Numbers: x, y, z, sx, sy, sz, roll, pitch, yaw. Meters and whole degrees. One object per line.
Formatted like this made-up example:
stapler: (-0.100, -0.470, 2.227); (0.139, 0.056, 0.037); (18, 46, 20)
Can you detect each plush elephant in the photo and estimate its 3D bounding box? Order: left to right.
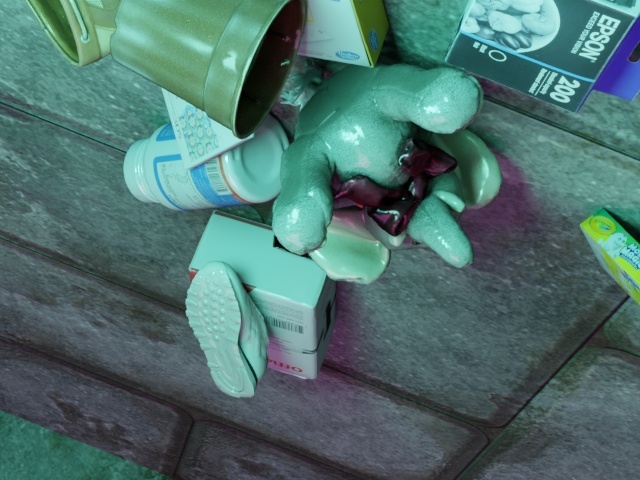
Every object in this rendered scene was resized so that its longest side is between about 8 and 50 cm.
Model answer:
plush elephant: (0.087, -0.066, 1.929); (0.255, 0.272, 0.330); (46, -177, -26)

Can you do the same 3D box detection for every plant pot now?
plant pot: (-0.124, -0.216, 1.781); (0.165, 0.167, 0.167); (25, 156, 12)

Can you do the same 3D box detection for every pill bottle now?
pill bottle: (-0.156, -0.103, 2.209); (0.221, 0.124, 0.124); (-3, 145, 43)

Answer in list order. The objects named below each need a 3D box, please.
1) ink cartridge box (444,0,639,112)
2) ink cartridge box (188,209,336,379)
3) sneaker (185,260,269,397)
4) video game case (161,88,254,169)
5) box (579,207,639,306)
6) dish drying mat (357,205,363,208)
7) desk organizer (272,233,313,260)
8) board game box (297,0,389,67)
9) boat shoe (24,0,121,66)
ink cartridge box: (0.245, -0.203, 1.667); (0.208, 0.045, 0.206); (19, 157, -1)
ink cartridge box: (-0.083, 0.088, 2.541); (0.197, 0.114, 0.273); (17, 153, 9)
sneaker: (-0.127, 0.115, 2.410); (0.090, 0.095, 0.235); (12, 132, 26)
video game case: (-0.145, -0.175, 2.065); (0.019, 0.143, 0.157); (-14, 175, -35)
box: (0.398, 0.047, 2.059); (0.179, 0.043, 0.105); (54, -179, 41)
dish drying mat: (0.055, -0.036, 2.314); (0.032, 0.008, 0.083); (17, 155, 10)
desk organizer: (0.000, 0.000, 2.378); (0.130, 0.050, 0.047); (19, 155, 5)
board game box: (-0.071, -0.319, 1.782); (0.242, 0.064, 0.316); (12, 153, 19)
boat shoe: (-0.320, -0.330, 1.815); (0.324, 0.116, 0.123); (50, 154, -12)
